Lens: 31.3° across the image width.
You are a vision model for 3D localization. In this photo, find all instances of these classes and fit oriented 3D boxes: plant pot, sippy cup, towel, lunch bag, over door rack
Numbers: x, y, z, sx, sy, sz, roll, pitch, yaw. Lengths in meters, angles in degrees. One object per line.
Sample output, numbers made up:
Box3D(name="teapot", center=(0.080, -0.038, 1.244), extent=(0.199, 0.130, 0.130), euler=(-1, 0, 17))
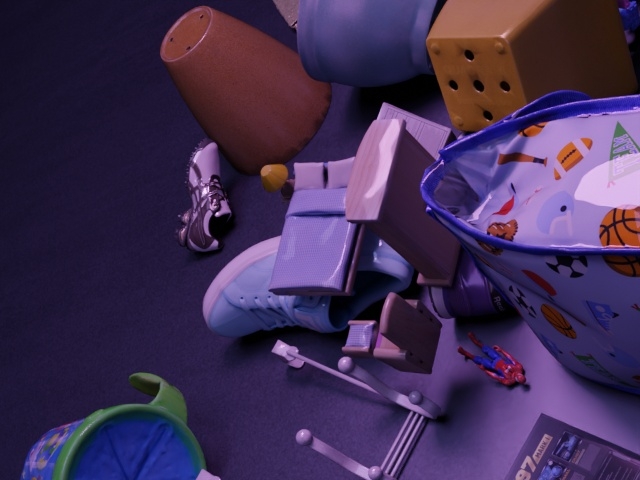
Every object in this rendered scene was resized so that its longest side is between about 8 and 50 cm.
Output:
Box3D(name="plant pot", center=(0.268, -0.250, 1.538), extent=(0.187, 0.212, 0.212), euler=(-39, 31, -30))
Box3D(name="sippy cup", center=(-0.318, 0.352, 1.655), extent=(0.305, 0.240, 0.224), euler=(-26, 10, -37))
Box3D(name="towel", center=(-0.034, -0.469, 2.210), extent=(0.110, 0.027, 0.148), euler=(-43, 39, 9))
Box3D(name="lunch bag", center=(0.333, 0.012, 1.210), extent=(0.385, 0.328, 0.239), euler=(-2, 53, 45))
Box3D(name="over door rack", center=(-0.024, 0.268, 1.517), extent=(0.324, 0.108, 0.239), euler=(14, 68, 49))
Box3D(name="plant pot", center=(-0.151, -0.279, 1.982), extent=(0.237, 0.254, 0.237), euler=(-25, 45, 28))
Box3D(name="plant pot", center=(0.118, -0.369, 1.810), extent=(0.196, 0.293, 0.293), euler=(20, 72, 22))

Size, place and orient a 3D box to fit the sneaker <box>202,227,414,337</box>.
Box3D(name="sneaker", center=(-0.026, 0.076, 1.658), extent=(0.366, 0.135, 0.150), euler=(-29, 39, 25))

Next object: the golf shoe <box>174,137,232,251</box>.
Box3D(name="golf shoe", center=(-0.186, -0.076, 1.973), extent=(0.094, 0.077, 0.198), euler=(9, 91, 28))

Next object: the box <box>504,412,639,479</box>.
Box3D(name="box", center=(0.263, 0.323, 1.232), extent=(0.183, 0.059, 0.232), euler=(18, 73, 49))

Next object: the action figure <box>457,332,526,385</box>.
Box3D(name="action figure", center=(0.220, 0.154, 1.443), extent=(0.038, 0.030, 0.115), euler=(-49, 40, -8))

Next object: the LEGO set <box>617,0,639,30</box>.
Box3D(name="LEGO set", center=(0.463, -0.356, 1.583), extent=(0.093, 0.087, 0.227), euler=(22, 58, 44))

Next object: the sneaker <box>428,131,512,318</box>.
Box3D(name="sneaker", center=(0.234, -0.026, 1.538), extent=(0.124, 0.107, 0.283), euler=(-5, 62, 30))

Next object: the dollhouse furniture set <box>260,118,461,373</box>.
Box3D(name="dollhouse furniture set", center=(0.000, 0.000, 1.479), extent=(0.303, 0.198, 0.286), euler=(0, 64, 36))

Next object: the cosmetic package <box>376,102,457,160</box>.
Box3D(name="cosmetic package", center=(0.133, -0.140, 1.600), extent=(0.099, 0.239, 0.060), euler=(25, 95, 8))
